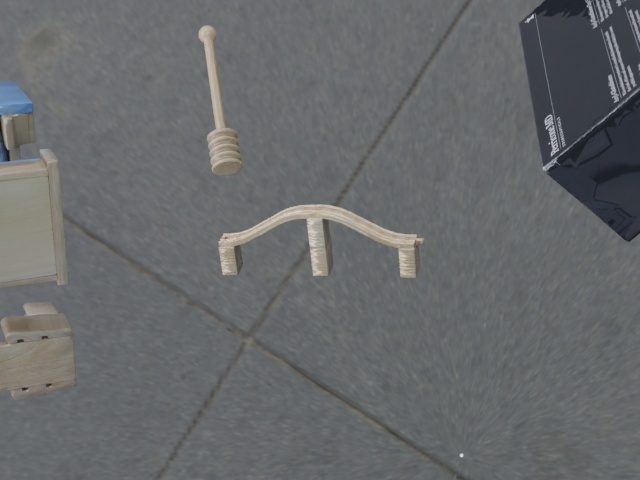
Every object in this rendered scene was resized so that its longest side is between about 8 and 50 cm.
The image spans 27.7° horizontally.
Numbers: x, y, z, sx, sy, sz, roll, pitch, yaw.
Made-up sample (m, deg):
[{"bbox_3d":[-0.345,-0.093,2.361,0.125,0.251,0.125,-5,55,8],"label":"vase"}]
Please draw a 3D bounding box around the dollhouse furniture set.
[{"bbox_3d":[-0.408,-0.008,1.448,0.198,0.303,0.286,-8,112,-19],"label":"dollhouse furniture set"}]

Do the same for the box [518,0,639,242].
[{"bbox_3d":[0.262,-0.149,1.028,0.103,0.261,0.184,40,118,-21],"label":"box"}]

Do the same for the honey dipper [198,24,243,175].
[{"bbox_3d":[-0.101,-0.137,1.245,0.030,0.030,0.161,-13,64,4],"label":"honey dipper"}]

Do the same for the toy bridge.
[{"bbox_3d":[0.000,0.000,1.166,0.188,0.026,0.063,0,116,14],"label":"toy bridge"}]
